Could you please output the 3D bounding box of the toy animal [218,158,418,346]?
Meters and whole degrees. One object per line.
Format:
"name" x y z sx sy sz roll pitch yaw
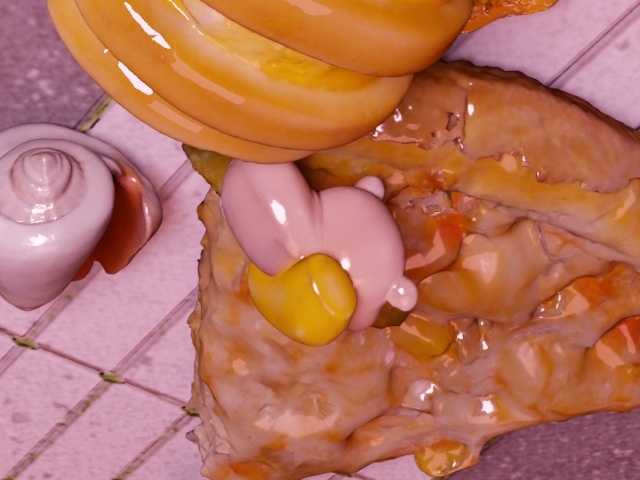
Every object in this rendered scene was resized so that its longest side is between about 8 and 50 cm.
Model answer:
"toy animal" 0.000 0.000 0.765 0.082 0.114 0.091 -26 164 -20

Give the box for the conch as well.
"conch" -0.149 -0.001 0.838 0.104 0.094 0.176 -37 150 -27

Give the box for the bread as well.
"bread" 0.014 -0.155 0.608 0.173 0.121 0.311 19 131 -24

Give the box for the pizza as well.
"pizza" 0.073 0.018 0.885 0.435 0.080 0.392 -18 135 11

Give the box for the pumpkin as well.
"pumpkin" 0.087 -0.138 0.757 0.083 0.028 0.050 -17 130 14
